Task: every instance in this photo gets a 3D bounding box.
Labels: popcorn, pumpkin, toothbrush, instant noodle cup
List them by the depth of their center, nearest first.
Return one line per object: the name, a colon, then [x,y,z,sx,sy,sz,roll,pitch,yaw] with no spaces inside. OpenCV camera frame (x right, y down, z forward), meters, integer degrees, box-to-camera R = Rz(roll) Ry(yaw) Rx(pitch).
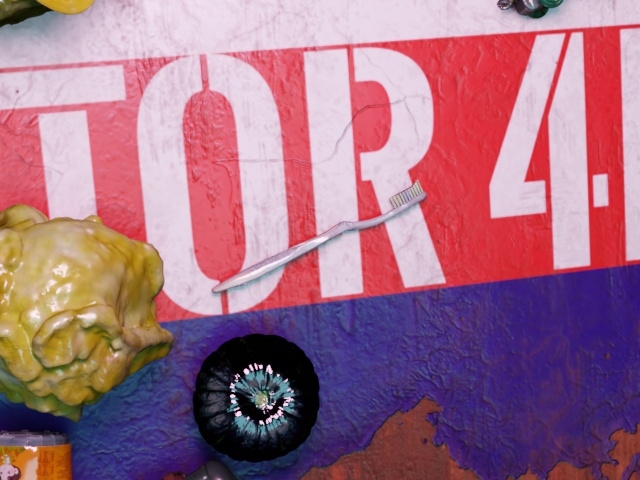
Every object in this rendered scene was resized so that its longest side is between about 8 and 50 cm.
popcorn: [-0.362,0.107,1.507,0.312,0.312,0.312,-2,99,-13]
instant noodle cup: [-0.433,0.343,1.581,0.208,0.177,0.126,5,83,-33]
pumpkin: [-0.097,0.241,1.653,0.201,0.140,0.202,1,83,-10]
toothbrush: [0.000,0.000,1.696,0.375,0.028,0.037,-27,97,-9]

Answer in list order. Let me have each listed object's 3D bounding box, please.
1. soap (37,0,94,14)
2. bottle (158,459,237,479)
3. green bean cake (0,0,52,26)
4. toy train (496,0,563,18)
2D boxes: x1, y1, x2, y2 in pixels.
soap: [-0.345,-0.338,1.302,0.168,0.033,0.089,25,90,-14]
bottle: [-0.243,0.438,1.636,0.271,0.156,0.143,-38,111,-1]
green bean cake: [-0.378,-0.383,1.436,0.246,0.250,0.156,-26,102,-9]
toy train: [0.364,-0.437,1.690,0.227,0.091,0.136,-27,93,-7]
